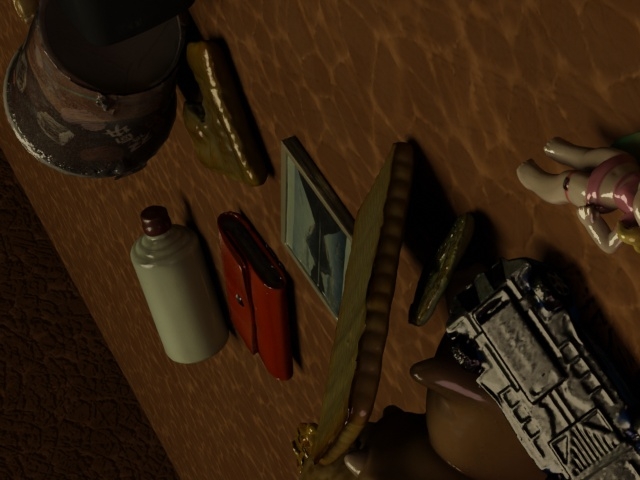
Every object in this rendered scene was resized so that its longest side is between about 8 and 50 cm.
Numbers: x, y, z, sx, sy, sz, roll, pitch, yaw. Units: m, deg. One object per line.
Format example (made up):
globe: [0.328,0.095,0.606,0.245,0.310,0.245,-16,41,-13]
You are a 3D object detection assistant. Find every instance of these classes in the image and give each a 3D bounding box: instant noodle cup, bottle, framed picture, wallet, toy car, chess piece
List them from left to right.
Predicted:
chess piece: [-0.340,-0.327,1.849,0.066,0.122,0.066,54,160,30]
instant noodle cup: [-0.255,-0.206,1.652,0.217,0.217,0.207,61,157,9]
bottle: [-0.210,0.057,2.059,0.104,0.104,0.245,41,152,52]
wallet: [-0.082,0.074,1.801,0.142,0.045,0.204,52,159,33]
framed picture: [0.000,0.000,1.502,0.150,0.015,0.203,55,161,25]
toy car: [0.179,0.110,1.024,0.103,0.063,0.216,-43,70,28]

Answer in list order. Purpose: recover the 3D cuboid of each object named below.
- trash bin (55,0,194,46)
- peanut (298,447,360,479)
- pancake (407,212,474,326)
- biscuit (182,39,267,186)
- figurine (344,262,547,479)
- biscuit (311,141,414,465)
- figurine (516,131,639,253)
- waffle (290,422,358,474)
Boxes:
trash bin: [-0.218,-0.340,1.387,0.209,0.182,0.290,57,168,18]
peanut: [0.074,0.310,1.532,0.253,0.137,0.122,51,158,42]
pancake: [0.096,0.024,1.140,0.017,0.108,0.108,28,162,-3]
biscuit: [-0.124,-0.147,1.615,0.183,0.039,0.174,18,133,66]
figurine: [0.109,0.178,1.169,0.177,0.173,0.247,53,161,32]
biscuit: [0.038,0.058,1.196,0.172,0.029,0.255,117,166,-66]
figurine: [0.191,-0.021,0.825,0.187,0.083,0.083,25,139,55]
waffle: [0.047,0.347,1.790,0.293,0.069,0.260,23,134,69]
